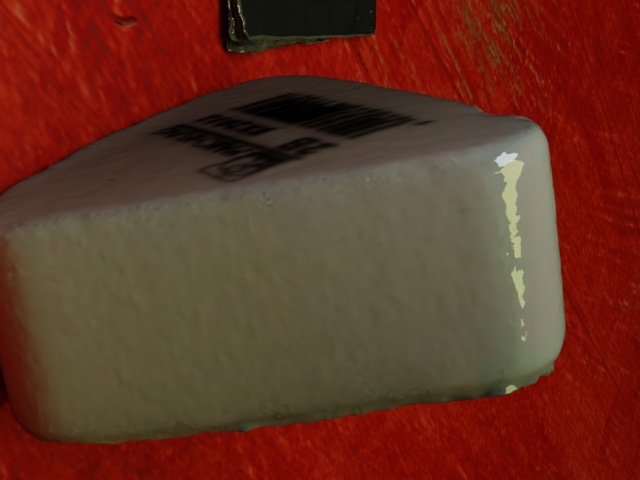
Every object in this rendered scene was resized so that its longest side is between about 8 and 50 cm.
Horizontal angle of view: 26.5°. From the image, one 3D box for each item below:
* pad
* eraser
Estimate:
[{"bbox_3d":[-0.011,-0.240,1.060,0.233,0.022,0.174,-22,113,-59],"label":"pad"},{"bbox_3d":[0.000,0.000,0.825,0.331,0.331,0.150,-35,124,-54],"label":"eraser"}]
